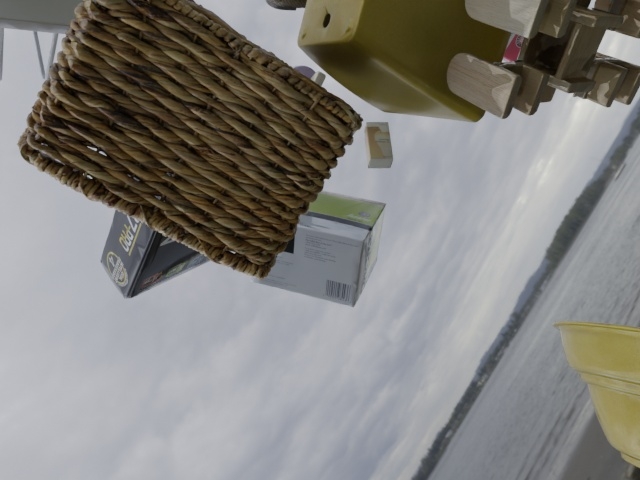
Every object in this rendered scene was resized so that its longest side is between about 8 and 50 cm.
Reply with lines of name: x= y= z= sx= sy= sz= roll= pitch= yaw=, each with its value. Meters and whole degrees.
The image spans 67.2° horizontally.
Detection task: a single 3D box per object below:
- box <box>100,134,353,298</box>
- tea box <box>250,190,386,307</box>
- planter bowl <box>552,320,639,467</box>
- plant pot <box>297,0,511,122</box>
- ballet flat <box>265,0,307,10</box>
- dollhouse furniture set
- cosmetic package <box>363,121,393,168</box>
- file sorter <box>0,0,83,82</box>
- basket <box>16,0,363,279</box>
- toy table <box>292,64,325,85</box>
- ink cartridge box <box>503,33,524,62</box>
box: x=-0.151 y=-0.084 z=0.828 sx=0.394 sy=0.097 sz=0.318 roll=-27 pitch=-17 yaw=-46
tea box: x=0.000 y=0.000 z=1.465 sx=0.323 sy=0.328 sz=0.220 roll=-51 pitch=-30 yaw=-59
planter bowl: x=0.274 y=0.126 z=0.339 sx=0.217 sy=0.217 sz=0.091 roll=33 pitch=-110 yaw=-66
plant pot: x=0.095 y=-0.283 z=0.600 sx=0.187 sy=0.212 sz=0.212 roll=9 pitch=-78 yaw=-31
ballet flat: x=0.017 y=-0.476 z=0.914 sx=0.249 sy=0.084 sz=0.058 roll=-3 pitch=-25 yaw=-12
dollhouse furniture set: x=0.242 y=-0.270 z=0.505 sx=0.212 sy=0.161 sz=0.242 roll=-13 pitch=-50 yaw=-26
cosmetic package: x=0.143 y=-0.237 z=1.194 sx=0.041 sy=0.060 sz=0.115 roll=98 pitch=169 yaw=-63
file sorter: x=-0.465 y=-0.337 z=0.679 sx=0.277 sy=0.193 sz=0.173 roll=-11 pitch=-12 yaw=-36
basket: x=-0.138 y=-0.139 z=0.566 sx=0.223 sy=0.299 sz=0.213 roll=-57 pitch=19 yaw=16
toy table: x=-0.072 y=-0.400 z=1.498 sx=0.252 sy=0.161 sz=0.275 roll=8 pitch=-70 yaw=-22
ink cartridge box: x=0.350 y=-0.520 z=0.995 sx=0.207 sy=0.282 sz=0.117 roll=-61 pitch=20 yaw=27
